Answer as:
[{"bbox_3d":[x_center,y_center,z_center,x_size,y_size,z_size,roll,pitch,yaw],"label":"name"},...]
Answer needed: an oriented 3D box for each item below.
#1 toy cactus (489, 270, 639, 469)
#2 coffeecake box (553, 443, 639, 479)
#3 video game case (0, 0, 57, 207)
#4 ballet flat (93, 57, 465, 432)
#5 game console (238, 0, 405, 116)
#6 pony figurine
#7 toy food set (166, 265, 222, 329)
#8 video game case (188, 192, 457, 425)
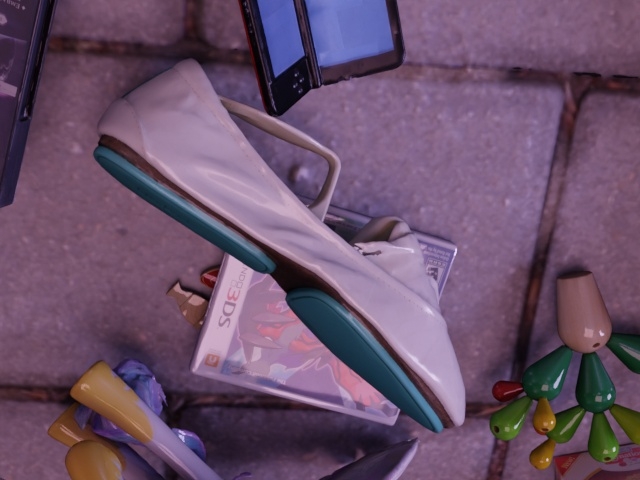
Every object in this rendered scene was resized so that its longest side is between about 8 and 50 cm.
[{"bbox_3d":[0.259,0.118,0.967,0.219,0.112,0.180,-11,95,2],"label":"toy cactus"},{"bbox_3d":[0.321,0.277,0.979,0.142,0.185,0.068,-10,114,-1],"label":"coffeecake box"},{"bbox_3d":[-0.288,-0.185,0.766,0.196,0.026,0.274,25,113,15],"label":"video game case"},{"bbox_3d":[0.000,0.000,0.846,0.400,0.139,0.139,40,104,-13],"label":"ballet flat"},{"bbox_3d":[0.001,-0.185,0.809,0.085,0.124,0.144,-2,116,25],"label":"game console"},{"bbox_3d":[-0.088,0.262,0.885,0.363,0.351,0.303,40,102,0],"label":"pony figurine"},{"bbox_3d":[-0.076,0.069,0.945,0.078,0.019,0.122,-36,105,10],"label":"toy food set"},{"bbox_3d":[0.003,0.061,0.927,0.201,0.023,0.183,16,100,-12],"label":"video game case"}]
